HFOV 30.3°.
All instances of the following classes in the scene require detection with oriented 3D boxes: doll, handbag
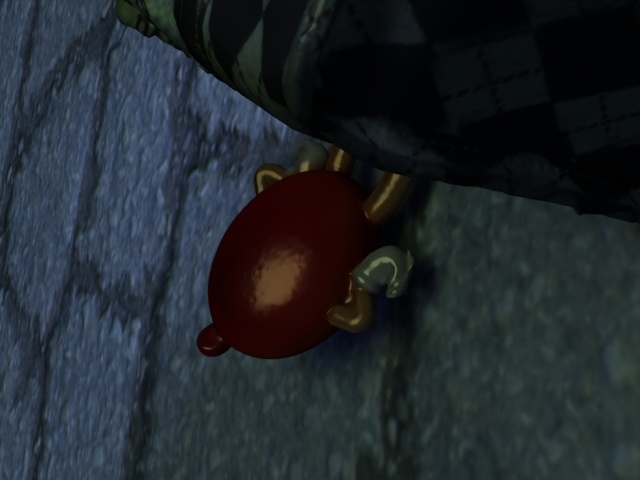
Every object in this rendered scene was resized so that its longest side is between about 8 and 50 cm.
[{"bbox_3d":[0.000,0.000,0.783,0.217,0.085,0.183,-56,36,3],"label":"doll"},{"bbox_3d":[0.038,-0.154,0.562,0.416,0.316,0.180,41,114,50],"label":"handbag"}]
